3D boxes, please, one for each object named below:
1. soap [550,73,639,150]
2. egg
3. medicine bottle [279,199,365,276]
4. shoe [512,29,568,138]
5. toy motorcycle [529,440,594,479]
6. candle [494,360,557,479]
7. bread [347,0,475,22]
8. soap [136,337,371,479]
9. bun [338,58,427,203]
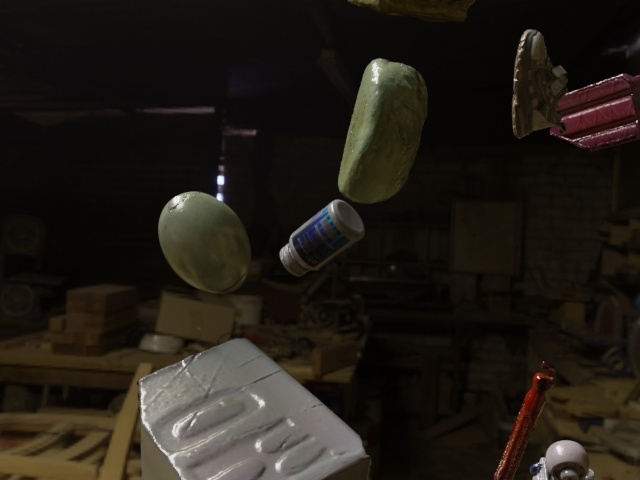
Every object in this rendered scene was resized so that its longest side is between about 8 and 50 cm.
[{"bbox_3d":[0.696,-0.310,1.761,0.099,0.162,0.250,-15,3,-35],"label":"soap"},{"bbox_3d":[-0.257,0.007,1.579,0.187,0.253,0.186,-30,16,10],"label":"egg"},{"bbox_3d":[0.000,0.000,1.605,0.191,0.107,0.107,-37,-20,27],"label":"medicine bottle"},{"bbox_3d":[0.368,-0.257,1.171,0.092,0.180,0.089,3,22,14],"label":"shoe"},{"bbox_3d":[0.430,0.454,1.267,0.113,0.254,0.112,4,39,-3],"label":"toy motorcycle"},{"bbox_3d":[0.465,0.432,1.612,0.051,0.329,0.048,6,17,-38],"label":"candle"},{"bbox_3d":[0.201,-0.570,1.488,0.252,0.195,0.238,2,17,-32],"label":"bread"},{"bbox_3d":[-0.152,0.409,1.313,0.350,0.212,0.435,-19,35,-32],"label":"soap"},{"bbox_3d":[0.098,-0.156,1.055,0.108,0.221,0.221,14,0,-4],"label":"bun"}]
